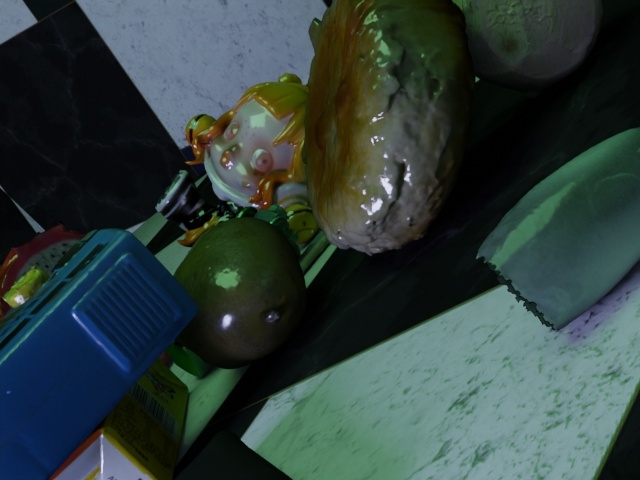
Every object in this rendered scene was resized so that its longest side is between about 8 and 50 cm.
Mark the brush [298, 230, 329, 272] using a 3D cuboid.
[{"bbox_3d":[0.000,0.000,1.844,0.336,0.020,0.085,-50,12,-25],"label":"brush"}]

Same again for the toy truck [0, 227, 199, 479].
[{"bbox_3d":[-0.312,0.156,1.466,0.385,0.161,0.162,-48,19,-24],"label":"toy truck"}]

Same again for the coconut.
[{"bbox_3d":[0.228,-0.252,1.546,0.194,0.194,0.194,-43,11,10],"label":"coconut"}]

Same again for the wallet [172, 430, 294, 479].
[{"bbox_3d":[-0.102,0.263,1.159,0.197,0.051,0.377,-44,11,-11],"label":"wallet"}]

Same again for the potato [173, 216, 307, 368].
[{"bbox_3d":[-0.096,0.063,1.617,0.251,0.159,0.174,-150,71,-67],"label":"potato"}]

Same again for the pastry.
[{"bbox_3d":[0.070,-0.134,1.520,0.329,0.136,0.330,-177,90,-75],"label":"pastry"}]

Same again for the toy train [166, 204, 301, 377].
[{"bbox_3d":[-0.119,0.062,1.819,0.085,0.119,0.251,24,59,39],"label":"toy train"}]

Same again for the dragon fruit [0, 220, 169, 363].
[{"bbox_3d":[-0.389,0.150,2.076,0.226,0.305,0.305,-45,8,42],"label":"dragon fruit"}]

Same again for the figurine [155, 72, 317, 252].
[{"bbox_3d":[-0.077,-0.102,2.054,0.323,0.196,0.320,-51,53,9],"label":"figurine"}]

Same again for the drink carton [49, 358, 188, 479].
[{"bbox_3d":[-0.253,0.244,1.625,0.154,0.111,0.351,-43,11,6],"label":"drink carton"}]

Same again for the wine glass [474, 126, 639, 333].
[{"bbox_3d":[0.237,-0.084,1.061,0.309,0.096,0.264,-45,13,3],"label":"wine glass"}]
